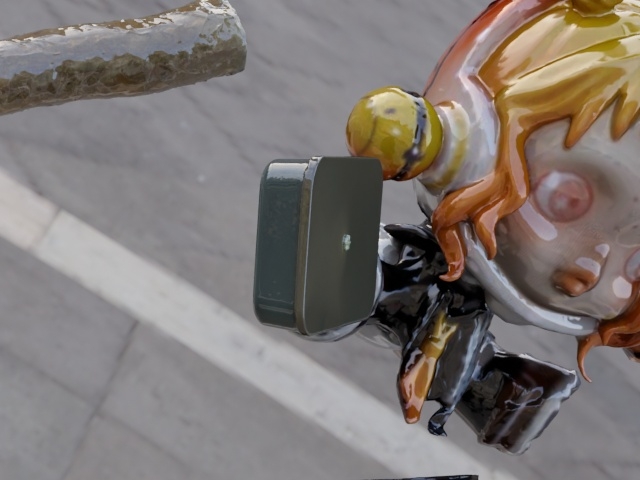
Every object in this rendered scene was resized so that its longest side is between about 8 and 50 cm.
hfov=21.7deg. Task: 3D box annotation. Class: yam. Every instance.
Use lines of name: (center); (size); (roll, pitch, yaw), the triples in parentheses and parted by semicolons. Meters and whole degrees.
yam: (-0.232, -0.143, 1.446); (0.357, 0.081, 0.081); (-17, 41, -20)

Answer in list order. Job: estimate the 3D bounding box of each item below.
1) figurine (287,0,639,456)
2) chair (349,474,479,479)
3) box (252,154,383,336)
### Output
figurine: (0.139, -0.035, 1.076); (0.320, 0.323, 0.196); (34, 16, -36)
chair: (0.031, 0.178, 0.973); (0.106, 0.113, 0.229); (0, 22, -15)
box: (0.000, 0.000, 0.864); (0.031, 0.091, 0.126); (5, 5, 18)
